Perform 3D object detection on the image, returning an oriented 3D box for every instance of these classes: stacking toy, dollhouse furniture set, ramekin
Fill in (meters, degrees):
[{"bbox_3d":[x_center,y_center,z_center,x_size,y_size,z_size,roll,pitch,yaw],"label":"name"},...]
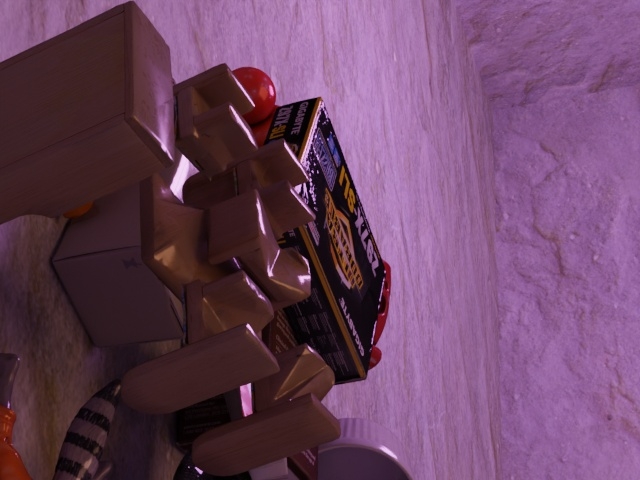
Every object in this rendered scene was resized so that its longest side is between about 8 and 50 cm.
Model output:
[{"bbox_3d":[-0.062,-0.131,2.160,0.141,0.141,0.330,-77,149,-50],"label":"stacking toy"},{"bbox_3d":[-0.188,-0.002,1.341,0.394,0.256,0.362,52,23,-45],"label":"dollhouse furniture set"},{"bbox_3d":[0.050,0.377,2.148,0.109,0.207,0.207,-82,158,-64],"label":"ramekin"}]

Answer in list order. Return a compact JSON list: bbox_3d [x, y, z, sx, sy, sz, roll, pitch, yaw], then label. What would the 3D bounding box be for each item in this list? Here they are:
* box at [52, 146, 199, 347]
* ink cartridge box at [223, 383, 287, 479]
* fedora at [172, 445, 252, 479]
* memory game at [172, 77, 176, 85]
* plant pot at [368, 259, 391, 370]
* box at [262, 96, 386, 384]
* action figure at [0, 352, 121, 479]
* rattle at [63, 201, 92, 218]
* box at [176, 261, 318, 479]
[{"bbox_3d":[-0.203,-0.028,1.655,0.311,0.121,0.148,-76,152,-52],"label":"box"},{"bbox_3d":[-0.088,0.152,1.627,0.232,0.066,0.189,96,-21,-51],"label":"ink cartridge box"},{"bbox_3d":[-0.164,0.374,1.526,0.334,0.152,0.334,-7,90,-79],"label":"fedora"},{"bbox_3d":[-0.191,-0.171,1.855,0.186,0.012,0.186,-21,90,-89],"label":"memory game"},{"bbox_3d":[0.018,0.119,2.185,0.191,0.191,0.174,44,43,-63],"label":"plant pot"},{"bbox_3d":[0.000,0.000,1.917,0.257,0.079,0.322,-77,151,-55],"label":"box"},{"bbox_3d":[-0.280,0.233,1.203,0.330,0.178,0.341,-93,168,-52],"label":"action figure"},{"bbox_3d":[-0.258,-0.122,1.621,0.200,0.130,0.143,-129,-145,-70],"label":"rattle"},{"bbox_3d":[-0.091,0.141,1.901,0.191,0.143,0.381,57,30,-51],"label":"box"}]
